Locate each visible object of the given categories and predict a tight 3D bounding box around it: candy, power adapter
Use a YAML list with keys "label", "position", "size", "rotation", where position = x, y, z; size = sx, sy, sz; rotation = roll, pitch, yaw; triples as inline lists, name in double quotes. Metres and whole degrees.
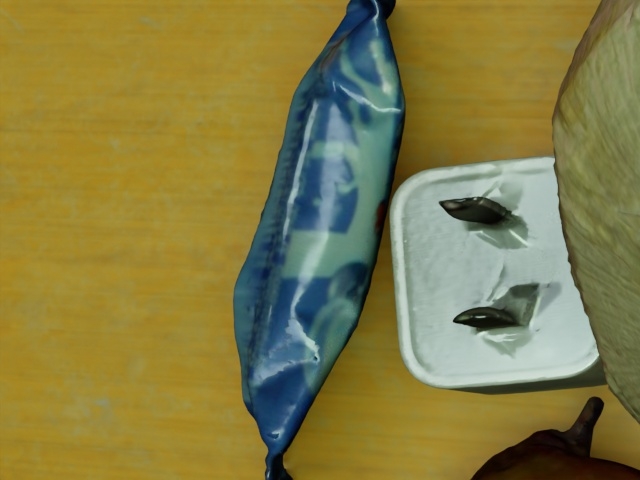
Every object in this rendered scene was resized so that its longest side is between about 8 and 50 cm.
- label: "candy"
  position: [0.000, 0.000, 1.184]
  size: [0.077, 0.187, 0.331]
  rotation: [14, 87, 5]
- label: "power adapter"
  position: [0.107, 0.020, 1.134]
  size: [0.125, 0.205, 0.130]
  rotation: [-6, 81, 17]

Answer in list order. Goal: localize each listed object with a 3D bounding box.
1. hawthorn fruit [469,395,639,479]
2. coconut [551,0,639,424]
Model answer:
- label: "hawthorn fruit"
  position: [0.155, 0.210, 1.118]
  size: [0.208, 0.208, 0.248]
  rotation: [-13, 64, 16]
- label: "coconut"
  position: [0.296, -0.024, 0.951]
  size: [0.404, 0.404, 0.404]
  rotation: [-2, 84, 17]
